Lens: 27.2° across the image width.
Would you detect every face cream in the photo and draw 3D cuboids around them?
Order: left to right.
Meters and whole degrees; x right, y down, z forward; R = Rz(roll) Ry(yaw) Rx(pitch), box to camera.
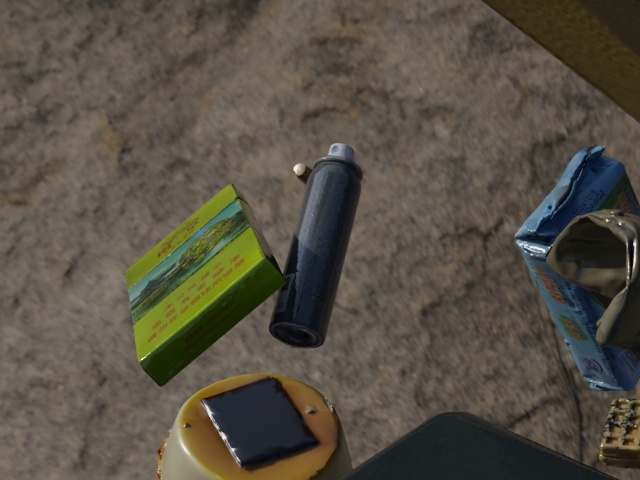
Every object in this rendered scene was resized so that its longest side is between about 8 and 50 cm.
[{"bbox_3d":[0.000,0.000,1.694,0.073,0.073,0.283,2,59,21],"label":"face cream"}]

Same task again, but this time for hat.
[{"bbox_3d":[0.255,0.043,1.003,0.085,0.175,0.147,-50,25,14],"label":"hat"}]

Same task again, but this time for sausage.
[{"bbox_3d":[0.002,-0.077,1.860,0.024,0.132,0.024,-10,68,27],"label":"sausage"}]

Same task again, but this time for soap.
[{"bbox_3d":[0.323,0.039,1.516,0.077,0.293,0.156,6,47,47],"label":"soap"}]

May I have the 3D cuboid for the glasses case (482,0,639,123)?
[{"bbox_3d":[0.197,-0.194,0.827,0.371,0.173,0.141,38,77,2],"label":"glasses case"}]

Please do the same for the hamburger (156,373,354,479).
[{"bbox_3d":[-0.095,0.331,1.926,0.294,0.179,0.276,-17,42,-25],"label":"hamburger"}]

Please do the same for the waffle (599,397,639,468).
[{"bbox_3d":[0.461,0.265,1.805,0.148,0.042,0.102,2,43,27],"label":"waffle"}]

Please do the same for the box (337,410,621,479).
[{"bbox_3d":[0.074,0.153,0.556,0.160,0.050,0.230,-29,25,-26],"label":"box"}]

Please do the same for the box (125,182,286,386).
[{"bbox_3d":[-0.147,0.042,1.596,0.187,0.047,0.335,-41,19,3],"label":"box"}]
